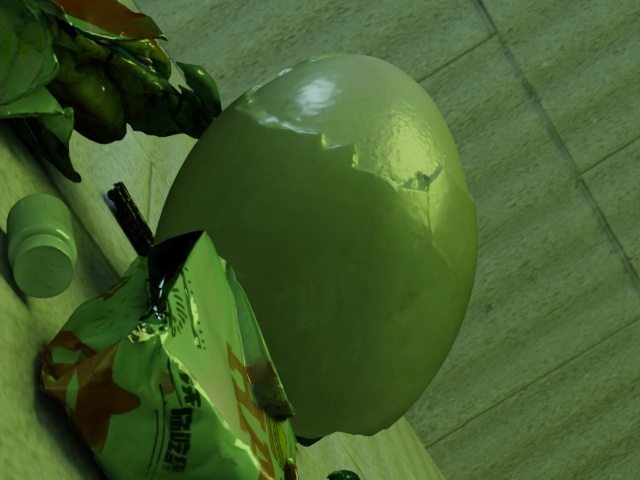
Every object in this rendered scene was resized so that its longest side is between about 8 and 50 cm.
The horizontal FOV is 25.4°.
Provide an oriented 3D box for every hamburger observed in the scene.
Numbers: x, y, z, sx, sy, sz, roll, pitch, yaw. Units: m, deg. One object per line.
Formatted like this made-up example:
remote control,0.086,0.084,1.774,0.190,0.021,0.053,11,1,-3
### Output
hamburger,-0.230,-0.146,1.241,0.276,0.150,0.260,40,-8,-20
hamburger,-0.085,0.110,0.948,0.235,0.125,0.214,-104,168,-68

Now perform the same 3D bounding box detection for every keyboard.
keyboard,-0.153,0.043,1.467,0.231,0.023,0.072,58,-4,1

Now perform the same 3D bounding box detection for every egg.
egg,0.000,0.000,1.216,0.278,0.336,0.278,15,-2,1

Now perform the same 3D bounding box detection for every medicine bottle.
medicine bottle,-0.192,0.004,0.976,0.047,0.047,0.083,56,4,-29

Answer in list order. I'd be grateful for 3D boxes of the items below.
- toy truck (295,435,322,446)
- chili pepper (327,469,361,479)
toy truck,-0.049,0.140,1.669,0.202,0.074,0.088,59,8,24
chili pepper,0.056,0.335,1.525,0.216,0.062,0.108,58,2,38
